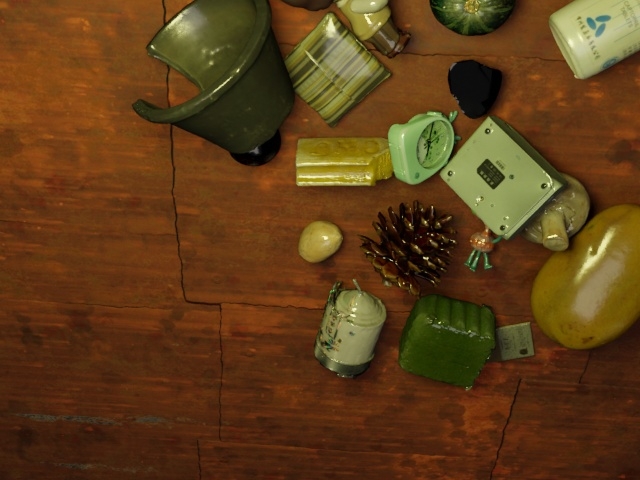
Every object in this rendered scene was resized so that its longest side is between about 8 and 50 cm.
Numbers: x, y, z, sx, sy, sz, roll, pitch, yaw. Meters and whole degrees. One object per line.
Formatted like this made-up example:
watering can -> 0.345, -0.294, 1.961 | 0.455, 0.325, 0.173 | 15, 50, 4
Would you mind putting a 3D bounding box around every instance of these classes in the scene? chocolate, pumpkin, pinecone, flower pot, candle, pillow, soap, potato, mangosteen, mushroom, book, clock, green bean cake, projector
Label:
chocolate -> 0.365, -0.381, 1.647 | 0.125, 0.080, 0.149 | -34, 110, 9
pumpkin -> 0.331, -0.537, 1.501 | 0.190, 0.146, 0.190 | 15, 128, 21
pinecone -> 0.243, 0.012, 1.823 | 0.264, 0.264, 0.264 | 1, 124, 1
flower pot -> -0.203, -0.359, 1.551 | 0.379, 0.379, 0.251 | -27, 136, 18
candle -> 0.095, 0.231, 1.998 | 0.187, 0.187, 0.330 | 12, 123, -6
pillow -> 0.026, -0.405, 1.655 | 0.212, 0.052, 0.208 | 41, 118, -19
soap -> 0.069, -0.200, 1.728 | 0.257, 0.160, 0.080 | -1, 122, 2
potato -> -0.002, 0.002, 1.901 | 0.112, 0.112, 0.147 | 35, 125, -19
mangosteen -> -0.164, -0.242, 1.739 | 0.137, 0.137, 0.151 | -7, 157, 7
mushroom -> 0.592, -0.064, 1.769 | 0.207, 0.215, 0.207 | 4, 133, 4
book -> 0.562, 0.324, 2.144 | 0.198, 0.016, 0.139 | -12, 122, 10
clock -> 0.268, -0.245, 1.711 | 0.210, 0.066, 0.159 | -30, 126, -25
green bean cake -> 0.374, 0.294, 2.043 | 0.249, 0.156, 0.247 | 16, 126, 1
projector -> 0.448, -0.153, 1.705 | 0.250, 0.108, 0.198 | 50, 121, 18

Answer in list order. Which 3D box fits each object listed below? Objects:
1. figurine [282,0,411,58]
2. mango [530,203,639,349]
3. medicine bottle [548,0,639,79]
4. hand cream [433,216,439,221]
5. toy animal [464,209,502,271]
figurine -> 0.054, -0.556, 1.467 | 0.364, 0.218, 0.206 | 24, 120, -21
mango -> 0.759, 0.100, 1.868 | 0.300, 0.232, 0.446 | 20, 115, -6
medicine bottle -> 0.668, -0.495, 1.506 | 0.292, 0.170, 0.170 | -29, 118, 18
hand cream -> 0.314, -0.034, 1.918 | 0.030, 0.019, 0.093 | 29, 127, -18
toy animal -> 0.454, -0.014, 1.873 | 0.103, 0.100, 0.208 | 22, 117, 34
